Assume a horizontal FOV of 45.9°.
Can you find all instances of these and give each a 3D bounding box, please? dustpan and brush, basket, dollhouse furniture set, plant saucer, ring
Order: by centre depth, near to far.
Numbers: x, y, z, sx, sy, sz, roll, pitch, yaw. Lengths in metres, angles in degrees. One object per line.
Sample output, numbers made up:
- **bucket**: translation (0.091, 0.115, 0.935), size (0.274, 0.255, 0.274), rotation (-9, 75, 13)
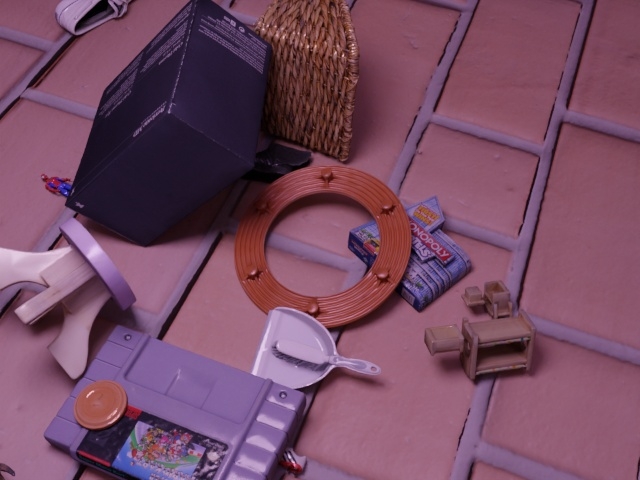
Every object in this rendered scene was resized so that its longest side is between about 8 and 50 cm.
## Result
- **plant saucer**: translation (-0.343, 0.254, 1.177), size (0.083, 0.013, 0.083), rotation (-2, 51, 2)
- **dustpan and brush**: translation (-0.004, 0.198, 1.278), size (0.211, 0.060, 0.147), rotation (16, 65, 1)
- **dollhouse furniture set**: translation (0.258, 0.161, 1.333), size (0.182, 0.101, 0.161), rotation (-6, 30, -8)
- **ring**: translation (0.000, 0.000, 1.397), size (0.336, 0.032, 0.336), rotation (-4, 62, 8)
- **basket**: translation (0.008, -0.350, 1.544), size (0.223, 0.299, 0.213), rotation (21, 54, 15)

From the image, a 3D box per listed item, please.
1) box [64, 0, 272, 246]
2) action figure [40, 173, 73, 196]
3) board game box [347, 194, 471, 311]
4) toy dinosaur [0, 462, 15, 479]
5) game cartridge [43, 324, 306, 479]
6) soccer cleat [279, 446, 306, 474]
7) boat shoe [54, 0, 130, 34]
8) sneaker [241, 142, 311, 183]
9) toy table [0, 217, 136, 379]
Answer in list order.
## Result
- **box**: translation (-0.274, -0.212, 1.383), size (0.179, 0.343, 0.312), rotation (32, 46, -31)
- **action figure**: translation (-0.509, -0.105, 1.498), size (0.115, 0.030, 0.038), rotation (25, 61, 17)
- **board game box**: translation (0.188, 0.007, 1.439), size (0.194, 0.060, 0.194), rotation (-36, 63, -25)
- **toy dinosaur**: translation (-0.492, 0.403, 1.071), size (0.295, 0.127, 0.200), rotation (41, 54, 17)
- **game cartridge**: translation (-0.228, 0.284, 1.192), size (0.355, 0.068, 0.230), rotation (17, 50, 15)
- **soccer cleat**: translation (-0.062, 0.340, 1.199), size (0.083, 0.029, 0.035), rotation (23, 41, 15)
- **boat shoe**: translation (-0.504, -0.570, 1.811), size (0.258, 0.095, 0.084), rotation (-39, 68, -16)
- **sneaker**: translation (-0.108, -0.165, 1.555), size (0.170, 0.051, 0.089), rotation (13, 54, 0)
- **toy table**: translation (-0.417, 0.081, 1.237), size (0.161, 0.274, 0.252), rotation (-38, 85, -18)
